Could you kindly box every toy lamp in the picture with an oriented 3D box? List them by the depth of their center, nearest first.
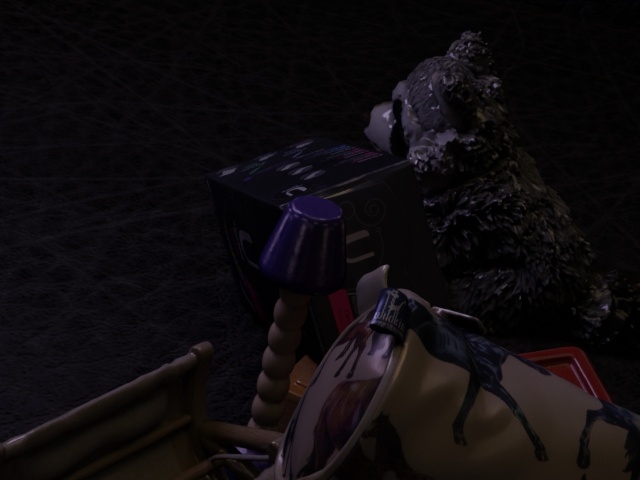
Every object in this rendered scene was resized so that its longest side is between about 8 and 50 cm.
[{"bbox_3d":[-0.031,0.091,1.259,0.080,0.274,0.080,10,28,-5],"label":"toy lamp"}]

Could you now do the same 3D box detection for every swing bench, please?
[{"bbox_3d":[-0.095,0.227,1.102,0.255,0.165,0.253,24,29,32],"label":"swing bench"}]

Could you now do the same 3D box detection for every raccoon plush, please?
[{"bbox_3d":[0.261,-0.061,1.652,0.447,0.299,0.216,9,27,-9],"label":"raccoon plush"}]

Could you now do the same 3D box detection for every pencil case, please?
[{"bbox_3d":[0.182,0.175,1.020,0.410,0.183,0.160,26,-19,-11],"label":"pencil case"}]

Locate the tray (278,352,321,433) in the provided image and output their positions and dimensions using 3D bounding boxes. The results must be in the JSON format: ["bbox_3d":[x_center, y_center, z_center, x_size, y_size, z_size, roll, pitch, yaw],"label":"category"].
[{"bbox_3d":[0.174,0.200,1.364,0.411,0.076,0.203,23,29,17],"label":"tray"}]

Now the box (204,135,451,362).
[{"bbox_3d":[0.000,0.000,1.450,0.143,0.165,0.270,-20,14,-16],"label":"box"}]

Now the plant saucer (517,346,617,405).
[{"bbox_3d":[0.170,0.192,1.251,0.259,0.047,0.259,-7,43,-15],"label":"plant saucer"}]
